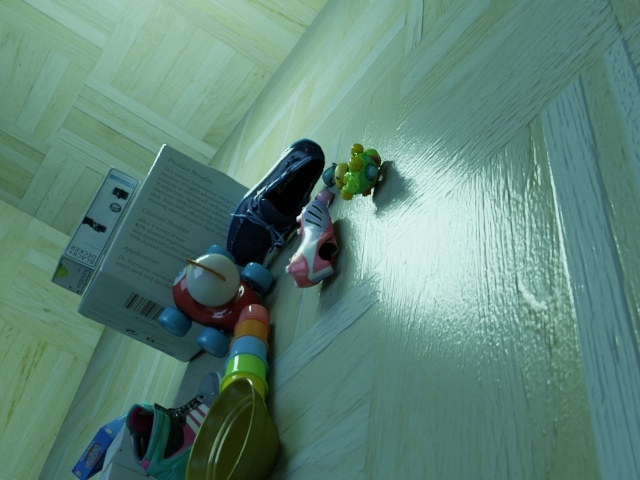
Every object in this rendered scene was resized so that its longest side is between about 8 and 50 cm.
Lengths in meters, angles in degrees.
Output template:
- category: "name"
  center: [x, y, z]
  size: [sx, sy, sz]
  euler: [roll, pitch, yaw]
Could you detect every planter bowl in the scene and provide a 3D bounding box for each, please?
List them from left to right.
- category: "planter bowl"
  center: [-0.129, 0.340, 1.277]
  size: [0.217, 0.090, 0.217]
  euler: [-47, 26, 31]

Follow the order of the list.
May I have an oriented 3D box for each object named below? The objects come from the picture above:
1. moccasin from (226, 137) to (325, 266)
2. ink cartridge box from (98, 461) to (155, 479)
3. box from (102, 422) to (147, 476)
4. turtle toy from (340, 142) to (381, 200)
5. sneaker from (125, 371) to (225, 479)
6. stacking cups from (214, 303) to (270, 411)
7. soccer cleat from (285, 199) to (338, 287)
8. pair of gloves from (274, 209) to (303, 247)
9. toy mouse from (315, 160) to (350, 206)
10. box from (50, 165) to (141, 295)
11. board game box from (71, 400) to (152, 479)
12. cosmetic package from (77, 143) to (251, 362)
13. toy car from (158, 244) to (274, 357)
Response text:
- category: "moccasin"
  center: [-0.111, -0.082, 1.808]
  size: [0.342, 0.137, 0.117]
  euler: [-60, 26, 12]
- category: "ink cartridge box"
  center: [-0.491, 0.664, 1.718]
  size: [0.283, 0.117, 0.207]
  euler: [-52, 19, 21]
- category: "box"
  center: [-0.452, 0.514, 1.885]
  size: [0.102, 0.101, 0.087]
  euler: [-55, 18, 18]
- category: "turtle toy"
  center: [0.083, -0.136, 1.518]
  size: [0.130, 0.066, 0.095]
  euler: [-78, 1, -51]
- category: "sneaker"
  center: [-0.292, 0.355, 1.567]
  size: [0.124, 0.178, 0.295]
  euler: [-48, 20, 32]
- category: "stacking cups"
  center: [-0.139, 0.223, 1.507]
  size: [0.096, 0.096, 0.316]
  euler: [-51, 18, 25]
- category: "soccer cleat"
  center: [0.000, 0.000, 1.542]
  size: [0.095, 0.083, 0.248]
  euler: [-16, 31, 22]
- category: "pair of gloves"
  center: [-0.088, -0.055, 1.942]
  size: [0.159, 0.023, 0.198]
  euler: [-61, 17, -5]
- category: "toy mouse"
  center: [0.018, -0.125, 1.742]
  size: [0.143, 0.031, 0.161]
  euler: [-23, 40, 63]
- category: "box"
  center: [-0.565, -0.025, 1.979]
  size: [0.169, 0.087, 0.290]
  euler: [-44, 23, 54]
- category: "board game box"
  center: [-0.531, 0.518, 2.037]
  size: [0.160, 0.047, 0.210]
  euler: [-54, -11, 18]
- category: "cosmetic package"
  center: [-0.369, 0.042, 2.018]
  size: [0.327, 0.329, 0.394]
  euler: [-43, 23, 56]
- category: "toy car"
  center: [-0.243, 0.090, 1.688]
  size: [0.219, 0.210, 0.238]
  euler: [-56, -23, -23]
